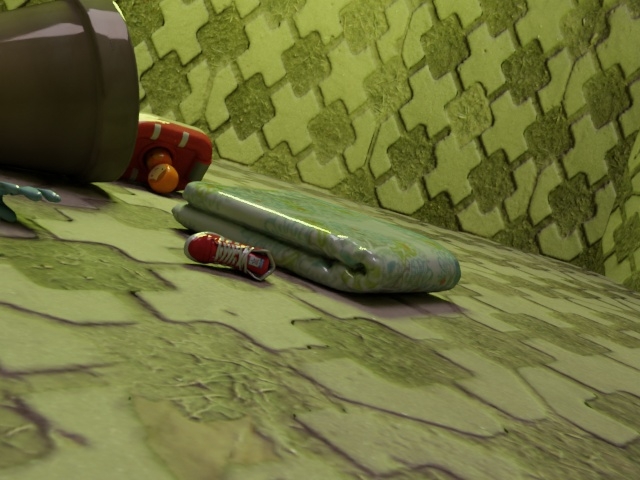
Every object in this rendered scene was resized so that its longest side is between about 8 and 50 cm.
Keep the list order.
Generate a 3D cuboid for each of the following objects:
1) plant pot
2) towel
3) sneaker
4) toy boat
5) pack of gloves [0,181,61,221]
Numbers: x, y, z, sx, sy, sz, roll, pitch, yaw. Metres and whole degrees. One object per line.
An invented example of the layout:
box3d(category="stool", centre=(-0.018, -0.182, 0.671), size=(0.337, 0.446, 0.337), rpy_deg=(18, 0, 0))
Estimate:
box3d(category="plant pot", centre=(-0.485, -0.244, 1.367), size=(0.280, 0.323, 0.323), rpy_deg=(-8, 20, -35))
box3d(category="towel", centre=(0.000, 0.000, 1.313), size=(0.374, 0.090, 0.320), rpy_deg=(20, 11, 29))
box3d(category="sneaker", centre=(-0.108, 0.020, 1.046), size=(0.118, 0.042, 0.067), rpy_deg=(13, 4, -45))
box3d(category="toy boat", centre=(-0.323, -0.153, 1.671), size=(0.231, 0.151, 0.151), rpy_deg=(12, 37, -33))
box3d(category="pack of gloves", centre=(-0.429, -0.056, 0.959), size=(0.232, 0.046, 0.195), rpy_deg=(8, -1, 38))
